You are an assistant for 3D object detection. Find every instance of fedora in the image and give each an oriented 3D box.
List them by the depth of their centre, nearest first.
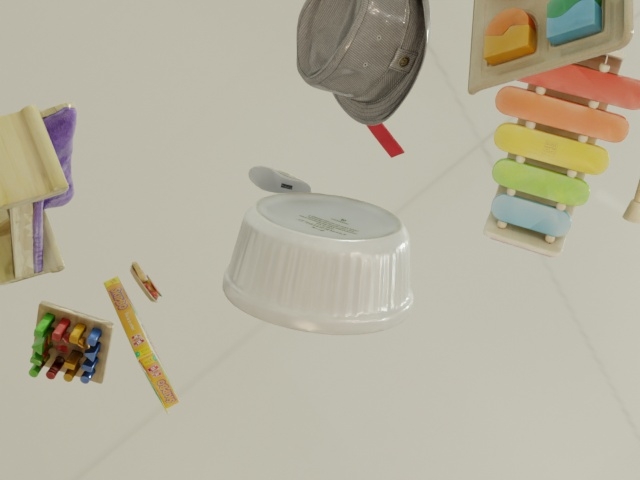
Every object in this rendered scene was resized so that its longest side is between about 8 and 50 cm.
[{"bbox_3d":[0.046,-0.315,1.701,0.124,0.275,0.244,-2,49,-39],"label":"fedora"}]

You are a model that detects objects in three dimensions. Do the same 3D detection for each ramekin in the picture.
[{"bbox_3d":[0.004,0.022,1.553,0.273,0.272,0.127,-139,-127,-59],"label":"ramekin"}]

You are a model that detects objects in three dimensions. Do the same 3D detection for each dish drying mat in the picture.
[{"bbox_3d":[0.114,-0.182,1.962,0.032,0.008,0.083,-20,-56,37],"label":"dish drying mat"}]

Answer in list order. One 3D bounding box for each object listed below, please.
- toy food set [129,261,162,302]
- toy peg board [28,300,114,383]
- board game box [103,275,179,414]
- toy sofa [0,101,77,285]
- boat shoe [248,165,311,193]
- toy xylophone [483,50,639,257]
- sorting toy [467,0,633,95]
[{"bbox_3d":[-0.307,0.073,1.937,0.083,0.020,0.082,55,-5,-1],"label":"toy food set"},{"bbox_3d":[-0.527,0.231,2.297,0.160,0.161,0.079,18,33,2],"label":"toy peg board"},{"bbox_3d":[-0.305,0.178,1.889,0.259,0.039,0.124,57,-10,51],"label":"board game box"},{"bbox_3d":[-0.466,-0.070,1.813,0.150,0.177,0.362,67,-21,16],"label":"toy sofa"},{"bbox_3d":[-0.063,-0.090,1.688,0.100,0.035,0.035,15,10,-9],"label":"boat shoe"},{"bbox_3d":[0.351,-0.133,1.530,0.081,0.236,0.323,-51,148,-64],"label":"toy xylophone"},{"bbox_3d":[0.242,-0.269,1.194,0.208,0.193,0.038,-15,-32,42],"label":"sorting toy"}]
